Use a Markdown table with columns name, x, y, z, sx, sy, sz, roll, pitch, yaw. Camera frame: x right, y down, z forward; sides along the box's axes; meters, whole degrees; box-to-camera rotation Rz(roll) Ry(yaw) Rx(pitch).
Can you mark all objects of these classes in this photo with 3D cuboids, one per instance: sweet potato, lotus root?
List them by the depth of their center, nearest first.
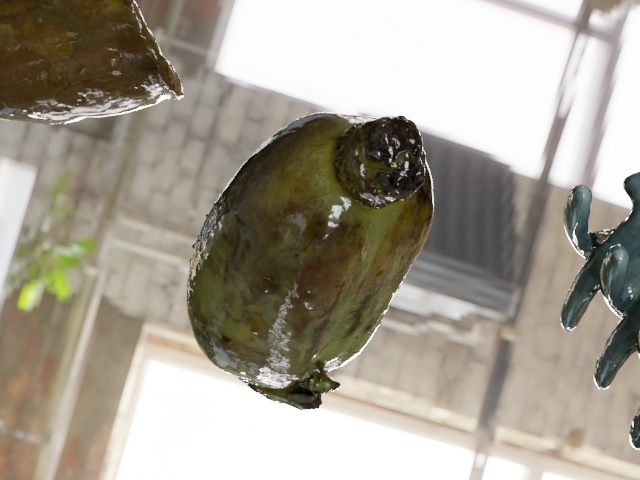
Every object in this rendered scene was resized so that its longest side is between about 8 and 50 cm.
| name | x | y | z | sx | sy | sz | roll | pitch | yaw |
| --- | --- | --- | --- | --- | --- | --- | --- | --- | --- |
| lotus root | 0.000 | 0.000 | 1.389 | 0.309 | 0.173 | 0.173 | 119 | -16 | -47 |
| sweet potato | -0.314 | -0.189 | 1.826 | 0.158 | 0.370 | 0.157 | -4 | 90 | -72 |

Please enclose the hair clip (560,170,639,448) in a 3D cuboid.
| name | x | y | z | sx | sy | sz | roll | pitch | yaw |
| --- | --- | --- | --- | --- | --- | --- | --- | --- | --- |
| hair clip | 0.352 | 0.071 | 1.445 | 0.392 | 0.238 | 0.318 | 94 | -30 | -62 |
